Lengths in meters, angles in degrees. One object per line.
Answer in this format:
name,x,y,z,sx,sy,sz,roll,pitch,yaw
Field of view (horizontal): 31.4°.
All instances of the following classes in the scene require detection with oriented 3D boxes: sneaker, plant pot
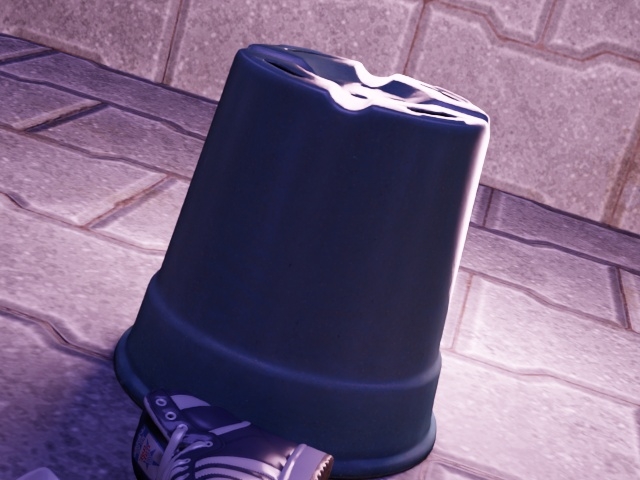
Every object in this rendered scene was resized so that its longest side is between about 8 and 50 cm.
sneaker,-0.095,0.188,0.824,0.153,0.099,0.282,24,9,11
plant pot,0.000,0.000,1.127,0.341,0.334,0.341,15,16,-4

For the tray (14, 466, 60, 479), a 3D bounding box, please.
tray,-0.195,0.236,0.652,0.145,0.030,0.270,45,23,8
